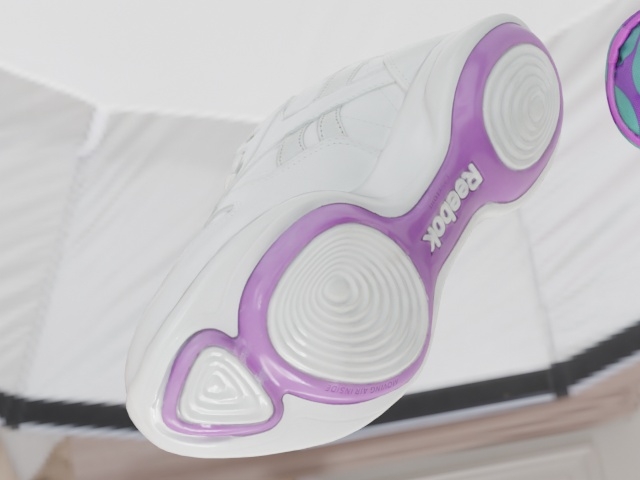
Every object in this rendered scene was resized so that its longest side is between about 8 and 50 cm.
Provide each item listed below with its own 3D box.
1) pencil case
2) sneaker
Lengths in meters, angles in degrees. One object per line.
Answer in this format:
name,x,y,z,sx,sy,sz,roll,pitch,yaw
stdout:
pencil case,0.174,-0.055,0.629,0.070,0.064,0.152,38,13,29
sneaker,0.000,0.000,0.725,0.152,0.305,0.114,-4,-59,45
